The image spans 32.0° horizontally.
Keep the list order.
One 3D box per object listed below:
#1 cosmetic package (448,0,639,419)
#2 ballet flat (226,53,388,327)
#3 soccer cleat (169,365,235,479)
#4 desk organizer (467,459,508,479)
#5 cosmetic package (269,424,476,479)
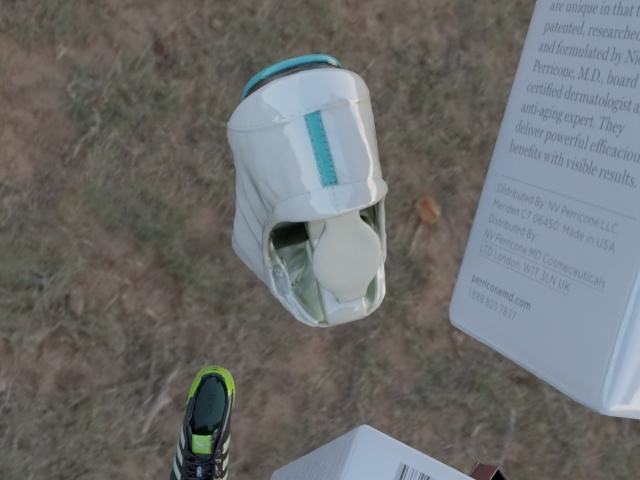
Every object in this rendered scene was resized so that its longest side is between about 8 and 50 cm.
[{"bbox_3d":[0.255,-0.131,0.600,0.230,0.161,0.453,12,99,-25],"label":"cosmetic package"},{"bbox_3d":[0.000,0.000,0.888,0.139,0.400,0.139,-1,71,2],"label":"ballet flat"},{"bbox_3d":[-0.114,0.208,1.066,0.060,0.072,0.179,6,81,0],"label":"soccer cleat"},{"bbox_3d":[0.149,0.263,1.043,0.130,0.050,0.047,-39,127,-53],"label":"desk organizer"},{"bbox_3d":[0.029,0.213,0.821,0.117,0.231,0.085,28,63,-6],"label":"cosmetic package"}]
